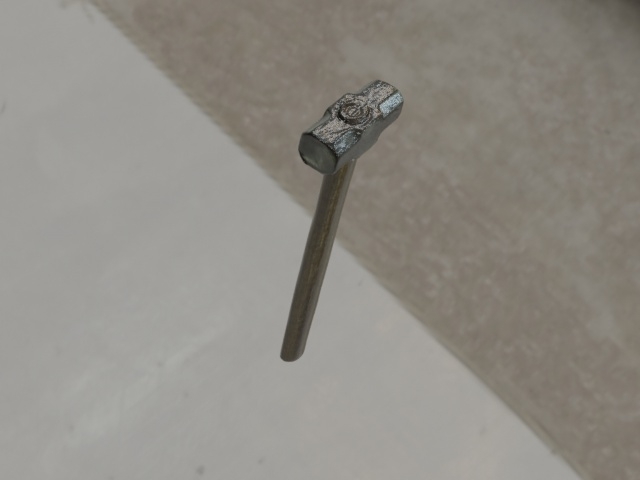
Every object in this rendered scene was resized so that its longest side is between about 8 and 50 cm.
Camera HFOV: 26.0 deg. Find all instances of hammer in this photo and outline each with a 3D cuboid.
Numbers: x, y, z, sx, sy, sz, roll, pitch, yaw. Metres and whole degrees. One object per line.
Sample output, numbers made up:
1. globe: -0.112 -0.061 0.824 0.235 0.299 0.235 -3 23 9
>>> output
1. hammer: 0.000 0.000 1.373 0.043 0.365 0.111 34 50 16
